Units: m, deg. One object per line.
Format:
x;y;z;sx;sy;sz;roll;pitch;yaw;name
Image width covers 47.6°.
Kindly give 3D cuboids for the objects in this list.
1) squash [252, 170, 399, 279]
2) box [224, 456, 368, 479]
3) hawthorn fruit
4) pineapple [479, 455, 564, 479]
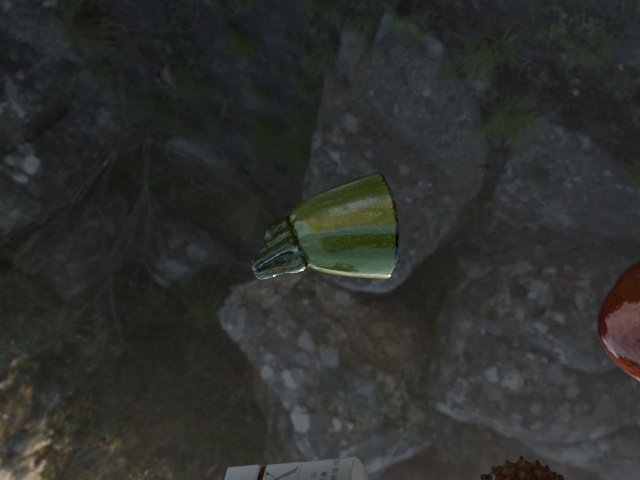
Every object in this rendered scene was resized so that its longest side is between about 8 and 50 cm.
-0.003;-0.007;0.683;0.132;0.105;0.105;-7;165;-12;squash
-0.032;0.269;0.732;0.154;0.084;0.040;-12;132;23;box
0.403;0.094;0.816;0.173;0.173;0.173;26;161;10;hawthorn fruit
0.271;0.386;0.992;0.166;0.166;0.193;19;-178;28;pineapple
